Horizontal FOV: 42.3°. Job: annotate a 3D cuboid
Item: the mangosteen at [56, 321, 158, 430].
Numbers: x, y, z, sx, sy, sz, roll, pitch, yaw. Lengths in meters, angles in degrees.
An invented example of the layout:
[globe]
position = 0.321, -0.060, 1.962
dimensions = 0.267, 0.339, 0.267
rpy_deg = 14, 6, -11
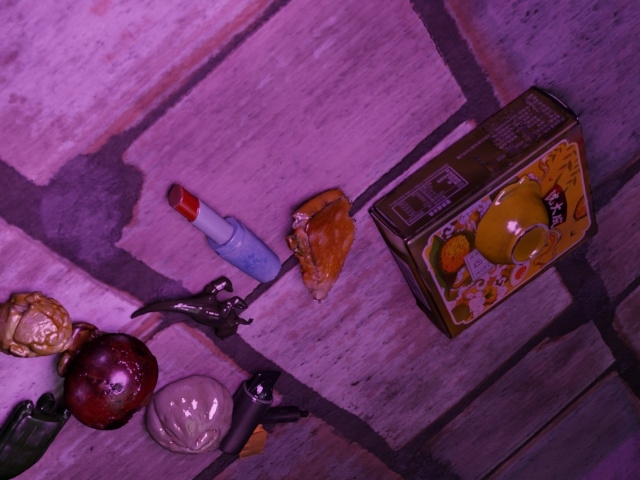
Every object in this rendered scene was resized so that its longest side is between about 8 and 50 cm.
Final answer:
[mangosteen]
position = -0.363, 0.223, 1.386
dimensions = 0.166, 0.180, 0.166
rpy_deg = -45, 165, -15

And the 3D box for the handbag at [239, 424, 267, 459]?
[handbag]
position = -0.152, 0.443, 1.818
dimensions = 0.061, 0.027, 0.083
rpy_deg = -12, 133, -29

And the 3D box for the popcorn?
[popcorn]
position = -0.450, 0.131, 1.290
dimensions = 0.116, 0.121, 0.106
rpy_deg = -15, 98, -58

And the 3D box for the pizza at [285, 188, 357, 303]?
[pizza]
position = 0.000, 0.000, 1.518
dimensions = 0.147, 0.069, 0.226
rpy_deg = -47, 146, -24

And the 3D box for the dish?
[dish]
position = 0.373, -0.017, 1.547
dimensions = 0.149, 0.080, 0.207
rpy_deg = -13, 134, -26

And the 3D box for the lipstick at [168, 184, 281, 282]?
[lipstick]
position = -0.163, -0.012, 1.390
dimensions = 0.068, 0.061, 0.274
rpy_deg = -41, 139, 6

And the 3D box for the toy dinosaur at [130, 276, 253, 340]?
[toy dinosaur]
position = -0.214, 0.152, 1.479
dimensions = 0.179, 0.087, 0.187
rpy_deg = -35, 137, -7

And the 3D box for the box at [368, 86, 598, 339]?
[box]
position = 0.342, -0.041, 1.667
dimensions = 0.420, 0.138, 0.373
rpy_deg = -35, 138, -3

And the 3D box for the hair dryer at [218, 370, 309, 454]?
[hair dryer]
position = -0.096, 0.352, 1.761
dimensions = 0.248, 0.078, 0.195
rpy_deg = 10, 119, -51

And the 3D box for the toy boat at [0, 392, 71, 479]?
[toy boat]
position = -0.526, 0.357, 1.463
dimensions = 0.104, 0.052, 0.210
rpy_deg = 20, 114, -46

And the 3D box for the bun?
[bun]
position = -0.249, 0.353, 1.602
dimensions = 0.183, 0.102, 0.183
rpy_deg = -10, 123, -16
